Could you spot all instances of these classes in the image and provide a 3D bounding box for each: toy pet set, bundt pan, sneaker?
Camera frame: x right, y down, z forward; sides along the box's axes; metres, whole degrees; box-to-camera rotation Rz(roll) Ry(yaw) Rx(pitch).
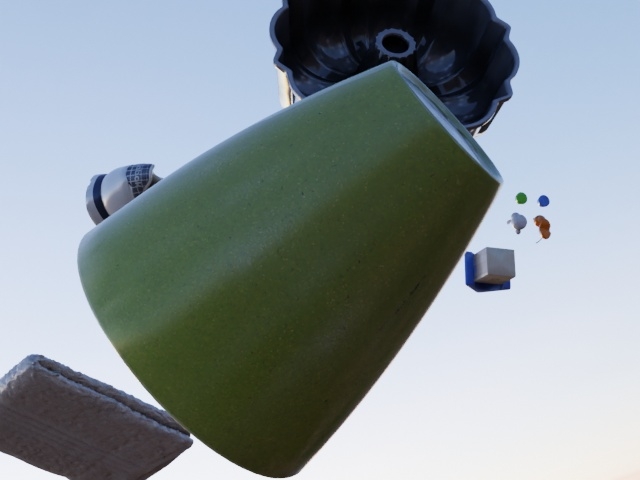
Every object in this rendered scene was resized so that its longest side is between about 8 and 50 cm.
[{"bbox_3d":[0.212,0.002,1.479,0.122,0.114,0.065,6,-18,-19],"label":"toy pet set"},{"bbox_3d":[0.090,-0.220,1.612,0.331,0.331,0.124,-15,-32,-18],"label":"bundt pan"},{"bbox_3d":[-0.169,-0.004,1.423,0.095,0.090,0.235,-19,-41,26],"label":"sneaker"}]

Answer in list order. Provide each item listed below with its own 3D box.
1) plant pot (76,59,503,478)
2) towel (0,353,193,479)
[{"bbox_3d":[0.000,0.000,1.015,0.293,0.275,0.275,-41,-23,13],"label":"plant pot"},{"bbox_3d":[-0.328,0.253,1.648,0.282,0.049,0.187,33,-55,-32],"label":"towel"}]
